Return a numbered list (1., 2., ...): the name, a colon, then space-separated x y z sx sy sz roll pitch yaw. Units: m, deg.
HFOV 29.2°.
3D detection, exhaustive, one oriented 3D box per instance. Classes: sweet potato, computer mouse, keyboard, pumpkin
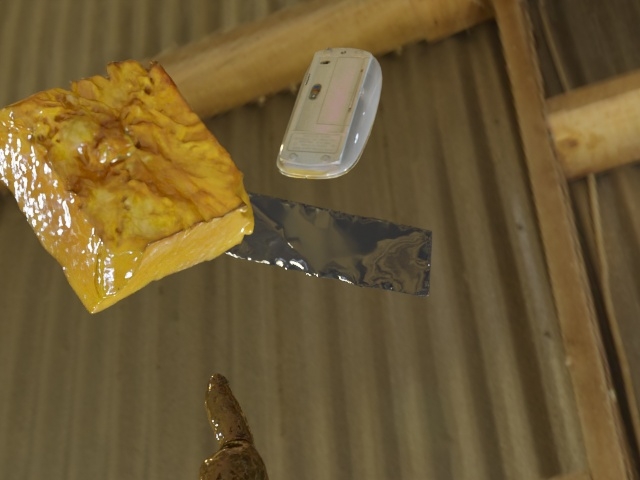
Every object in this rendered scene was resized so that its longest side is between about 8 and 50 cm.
1. sweet potato: -0.083 0.227 1.177 0.075 0.075 0.269 -19 -142 12
2. computer mouse: 0.011 -0.147 1.457 0.102 0.045 0.199 3 -123 19
3. keyboard: 0.001 -0.001 1.052 0.196 0.074 0.015 12 -146 15
4. pumpkin: -0.072 -0.019 0.453 0.074 0.054 0.083 -23 -113 -39
